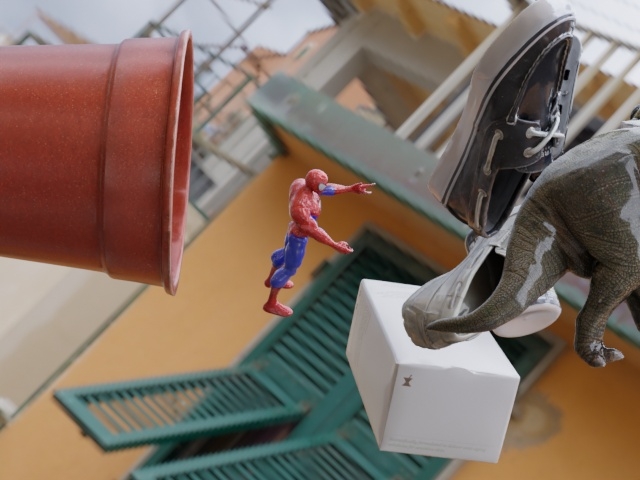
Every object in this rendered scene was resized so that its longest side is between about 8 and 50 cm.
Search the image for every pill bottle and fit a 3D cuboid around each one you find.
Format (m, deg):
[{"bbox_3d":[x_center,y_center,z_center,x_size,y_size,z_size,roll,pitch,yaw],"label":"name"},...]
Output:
[{"bbox_3d":[0.341,0.042,2.181,0.130,0.130,0.245,65,10,-61],"label":"pill bottle"}]

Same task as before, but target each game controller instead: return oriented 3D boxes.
[{"bbox_3d":[0.318,-0.232,1.702,0.067,0.319,0.166,-9,-51,27],"label":"game controller"}]

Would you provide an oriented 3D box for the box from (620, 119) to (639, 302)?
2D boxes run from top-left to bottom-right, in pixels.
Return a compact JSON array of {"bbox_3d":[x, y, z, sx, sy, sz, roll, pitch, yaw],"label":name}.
[{"bbox_3d":[0.362,-0.023,1.291,0.114,0.036,0.207,-129,-145,-77],"label":"box"}]

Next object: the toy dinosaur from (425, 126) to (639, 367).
[{"bbox_3d":[0.215,-0.013,0.775,0.121,0.314,0.160,20,53,-78],"label":"toy dinosaur"}]

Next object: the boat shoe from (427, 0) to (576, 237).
[{"bbox_3d":[0.203,-0.116,1.232,0.102,0.108,0.301,50,-38,23],"label":"boat shoe"}]

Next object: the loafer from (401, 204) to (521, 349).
[{"bbox_3d":[0.249,0.047,1.648,0.111,0.319,0.112,3,-53,53],"label":"loafer"}]

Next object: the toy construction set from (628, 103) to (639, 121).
[{"bbox_3d":[0.589,-0.170,1.822,0.215,0.327,0.151,33,28,7],"label":"toy construction set"}]

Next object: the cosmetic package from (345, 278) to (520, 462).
[{"bbox_3d":[0.168,0.198,1.924,0.197,0.155,0.365,9,18,-8],"label":"cosmetic package"}]

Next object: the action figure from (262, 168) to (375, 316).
[{"bbox_3d":[0.000,0.000,1.810,0.139,0.091,0.280,6,-43,-8],"label":"action figure"}]

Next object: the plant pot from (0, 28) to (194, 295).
[{"bbox_3d":[-0.271,-0.086,1.214,0.265,0.272,0.272,3,-12,-3],"label":"plant pot"}]
